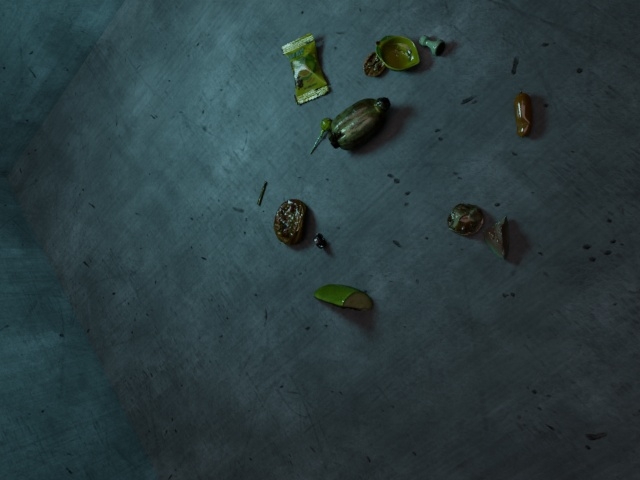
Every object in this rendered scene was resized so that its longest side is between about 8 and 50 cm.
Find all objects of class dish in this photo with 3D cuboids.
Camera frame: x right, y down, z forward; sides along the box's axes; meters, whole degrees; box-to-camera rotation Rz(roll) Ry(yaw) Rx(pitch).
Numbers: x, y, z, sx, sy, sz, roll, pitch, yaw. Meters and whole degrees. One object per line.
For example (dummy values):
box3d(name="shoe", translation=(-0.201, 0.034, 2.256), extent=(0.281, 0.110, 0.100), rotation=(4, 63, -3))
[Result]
box3d(name="dish", translation=(0.330, -0.795, 1.888), extent=(0.207, 0.080, 0.149), rotation=(31, 88, 10))

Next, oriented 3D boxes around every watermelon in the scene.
box3d(name="watermelon", translation=(0.693, -0.003, 1.711), extent=(0.101, 0.080, 0.155), rotation=(-15, 98, 33))

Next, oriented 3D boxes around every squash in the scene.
box3d(name="squash", translation=(0.099, 0.251, 2.010), extent=(0.252, 0.169, 0.093), rotation=(9, 89, 59))

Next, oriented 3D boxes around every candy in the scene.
box3d(name="candy", translation=(-0.004, -0.494, 2.071), extent=(0.058, 0.062, 0.194), rotation=(43, 116, 23))
box3d(name="candy", translation=(-0.076, -0.822, 2.097), extent=(0.187, 0.081, 0.297), rotation=(-14, 93, 25))

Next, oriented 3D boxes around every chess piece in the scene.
box3d(name="chess piece", translation=(0.468, -0.829, 1.846), extent=(0.103, 0.067, 0.067), rotation=(43, 106, 29))

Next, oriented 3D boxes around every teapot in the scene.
box3d(name="teapot", translation=(0.000, 0.000, 2.041), extent=(0.045, 0.068, 0.100), rotation=(-31, 42, 18))

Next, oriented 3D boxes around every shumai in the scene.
box3d(name="shumai", translation=(0.576, -0.085, 1.738), extent=(0.145, 0.116, 0.146), rotation=(-2, 86, 27))

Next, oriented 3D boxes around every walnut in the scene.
box3d(name="walnut", translation=(0.242, -0.786, 1.954), extent=(0.091, 0.052, 0.121), rotation=(42, 101, -6))

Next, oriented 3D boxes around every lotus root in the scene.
box3d(name="lotus root", translation=(0.177, -0.518, 1.925), extent=(0.309, 0.173, 0.173), rotation=(-30, 76, 22))

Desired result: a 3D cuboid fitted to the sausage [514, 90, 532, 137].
box3d(name="sausage", translation=(0.786, -0.487, 1.686), extent=(0.062, 0.054, 0.183), rotation=(-9, 86, 57))

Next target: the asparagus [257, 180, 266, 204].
box3d(name="asparagus", translation=(-0.297, -0.241, 2.215), extent=(0.015, 0.018, 0.127), rotation=(17, 97, -10))

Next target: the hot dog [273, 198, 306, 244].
box3d(name="hot dog", translation=(-0.139, -0.091, 2.093), extent=(0.160, 0.099, 0.227), rotation=(5, 88, 25))
